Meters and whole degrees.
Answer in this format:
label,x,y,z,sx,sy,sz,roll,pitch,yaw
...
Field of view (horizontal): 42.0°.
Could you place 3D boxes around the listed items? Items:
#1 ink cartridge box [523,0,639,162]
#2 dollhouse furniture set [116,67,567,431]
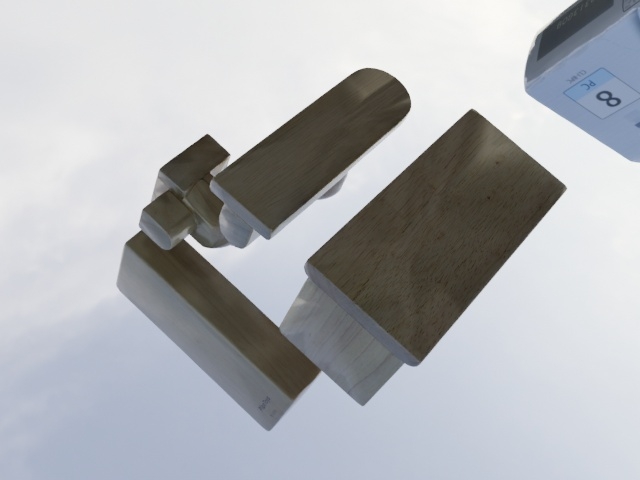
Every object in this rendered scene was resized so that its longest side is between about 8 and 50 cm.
label,x,y,z,sx,sy,sz,roll,pitch,yaw
ink cartridge box,0.424,-0.133,0.719,0.385,0.308,0.091,29,-121,-16
dollhouse furniture set,0.000,0.000,0.410,0.144,0.151,0.123,42,-124,8
